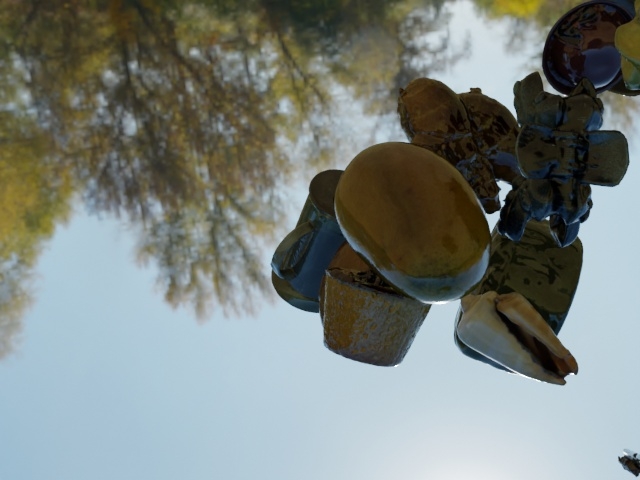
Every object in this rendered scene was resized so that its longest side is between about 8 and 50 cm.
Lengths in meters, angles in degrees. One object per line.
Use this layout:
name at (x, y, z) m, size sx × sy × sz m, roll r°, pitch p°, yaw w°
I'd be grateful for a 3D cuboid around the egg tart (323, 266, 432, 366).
egg tart at (0.099, 0.134, 1.731) m, size 0.215 × 0.170 × 0.215 m, roll 13°, pitch -176°, yaw -1°

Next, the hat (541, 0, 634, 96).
hat at (0.517, -0.352, 1.770) m, size 0.206 × 0.205 × 0.089 m, roll -9°, pitch -140°, yaw -9°

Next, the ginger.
ginger at (0.322, -0.204, 2.045) m, size 0.358 × 0.274 × 0.152 m, roll 11°, pitch 151°, yaw -31°

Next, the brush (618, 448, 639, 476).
brush at (0.568, 0.402, 1.672) m, size 0.043 × 0.036 × 0.248 m, roll 40°, pitch 179°, yaw 12°

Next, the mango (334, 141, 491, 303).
mango at (0.164, -0.026, 1.623) m, size 0.264 × 0.221 × 0.378 m, roll 19°, pitch -153°, yaw -22°

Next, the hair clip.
hair clip at (0.415, -0.143, 1.648) m, size 0.195 × 0.310 × 0.206 m, roll 5°, pitch -179°, yaw -2°

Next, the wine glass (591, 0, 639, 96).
wine glass at (0.764, -0.386, 1.984) m, size 0.267 × 0.267 × 0.406 m, roll 10°, pitch 179°, yaw 45°

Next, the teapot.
teapot at (0.000, 0.000, 2.209) m, size 0.271 × 0.337 × 0.200 m, roll -19°, pitch -124°, yaw -37°

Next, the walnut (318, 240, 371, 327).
walnut at (0.095, 0.112, 1.994) m, size 0.203 × 0.203 × 0.297 m, roll 3°, pitch -120°, yaw 30°

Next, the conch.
conch at (0.381, 0.178, 1.827) m, size 0.255 × 0.158 × 0.127 m, roll 36°, pitch -146°, yaw -1°

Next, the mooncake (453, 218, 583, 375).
mooncake at (0.427, 0.112, 2.087) m, size 0.194 × 0.356 × 0.356 m, roll 23°, pitch -162°, yaw -1°

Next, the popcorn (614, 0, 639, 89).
popcorn at (0.554, -0.270, 1.307) m, size 0.286 × 0.215 × 0.252 m, roll 21°, pitch -144°, yaw 40°
